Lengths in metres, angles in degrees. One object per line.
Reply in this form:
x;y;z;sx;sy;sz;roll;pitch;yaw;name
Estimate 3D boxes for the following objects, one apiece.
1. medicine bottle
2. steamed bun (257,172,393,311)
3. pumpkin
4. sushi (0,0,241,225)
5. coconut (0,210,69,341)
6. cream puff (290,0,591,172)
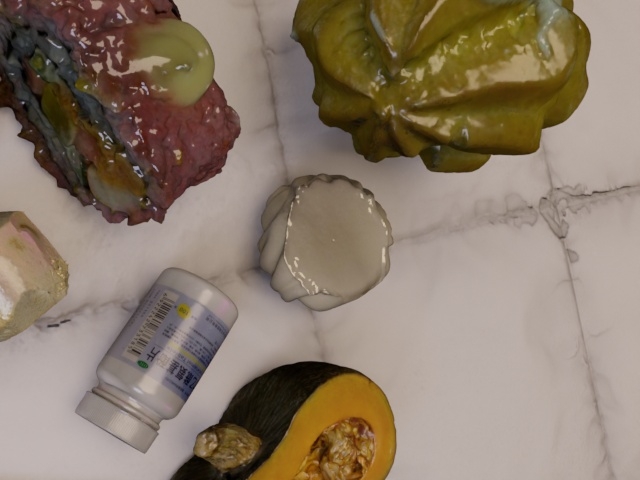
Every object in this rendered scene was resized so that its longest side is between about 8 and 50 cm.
-0.179;0.130;0.805;0.103;0.103;0.186;40;66;-20;medicine bottle
0.000;0.000;0.923;0.183;0.106;0.182;5;79;-27;steamed bun
-0.060;0.271;0.837;0.222;0.139;0.317;48;65;-19;pumpkin
-0.201;-0.156;0.756;0.171;0.236;0.270;-39;106;-38;sushi
-0.324;0.028;0.729;0.116;0.116;0.122;-45;111;-26;coconut
0.132;-0.200;0.875;0.378;0.378;0.275;30;64;-24;cream puff
